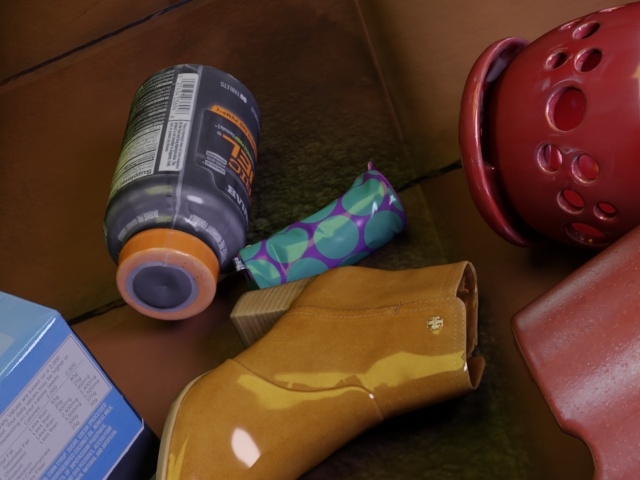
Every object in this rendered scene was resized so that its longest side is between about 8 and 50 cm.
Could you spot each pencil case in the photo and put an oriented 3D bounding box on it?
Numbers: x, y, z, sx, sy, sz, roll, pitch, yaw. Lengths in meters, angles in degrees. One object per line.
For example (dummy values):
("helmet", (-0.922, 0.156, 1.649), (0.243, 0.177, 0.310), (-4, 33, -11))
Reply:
("pencil case", (0.000, 0.000, 1.181), (0.152, 0.064, 0.070), (-31, 63, -4))

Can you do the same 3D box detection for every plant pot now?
("plant pot", (0.210, -0.080, 1.046), (0.174, 0.191, 0.191), (-6, 44, 35))
("plant pot", (0.274, 0.065, 0.806), (0.265, 0.272, 0.272), (-31, 38, 10))

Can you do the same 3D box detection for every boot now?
("boot", (0.010, 0.121, 1.011), (0.211, 0.104, 0.295), (-8, 39, 24))

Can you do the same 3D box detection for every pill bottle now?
("pill bottle", (-0.127, -0.042, 1.254), (0.130, 0.130, 0.245), (-15, 41, 17))

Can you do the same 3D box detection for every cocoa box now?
("cocoa box", (-0.322, 0.168, 1.060), (0.347, 0.228, 0.231), (14, 55, 40))
